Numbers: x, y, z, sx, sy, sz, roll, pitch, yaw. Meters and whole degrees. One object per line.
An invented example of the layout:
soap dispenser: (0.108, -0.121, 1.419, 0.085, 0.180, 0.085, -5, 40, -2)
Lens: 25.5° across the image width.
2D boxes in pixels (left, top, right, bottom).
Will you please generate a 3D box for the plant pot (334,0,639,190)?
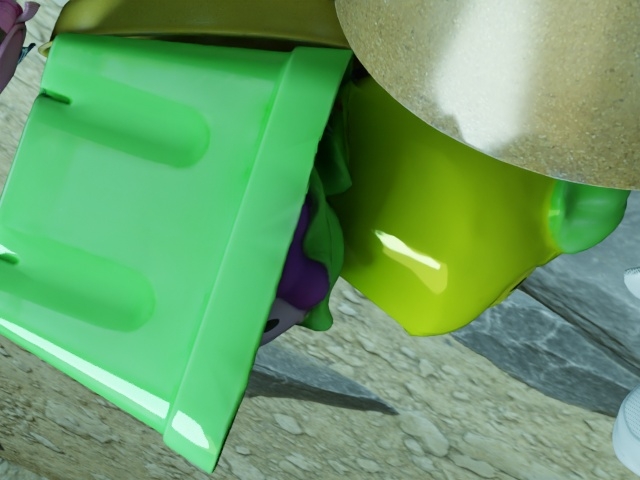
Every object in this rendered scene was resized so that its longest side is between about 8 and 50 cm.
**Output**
plant pot: (0.135, -0.192, 0.568, 0.237, 0.237, 0.254, 22, 136, 15)

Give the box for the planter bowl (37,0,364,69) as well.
planter bowl: (-0.071, -0.161, 0.911, 0.217, 0.090, 0.217, 2, 180, 0)

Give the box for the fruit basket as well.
fruit basket: (0.000, 0.000, 0.919, 0.392, 0.283, 0.392, 19, 180, 0)

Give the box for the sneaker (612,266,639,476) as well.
sneaker: (0.270, 0.048, 0.934, 0.210, 0.137, 0.366, 36, 149, -11)

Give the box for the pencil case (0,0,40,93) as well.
pencil case: (-0.275, -0.147, 0.832, 0.209, 0.098, 0.095, 30, -162, -7)
